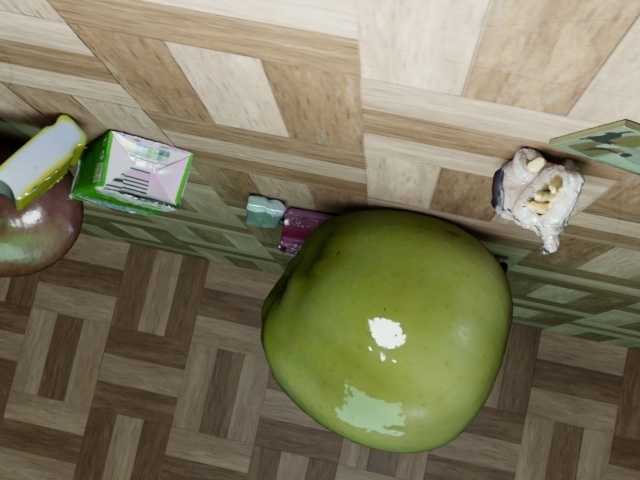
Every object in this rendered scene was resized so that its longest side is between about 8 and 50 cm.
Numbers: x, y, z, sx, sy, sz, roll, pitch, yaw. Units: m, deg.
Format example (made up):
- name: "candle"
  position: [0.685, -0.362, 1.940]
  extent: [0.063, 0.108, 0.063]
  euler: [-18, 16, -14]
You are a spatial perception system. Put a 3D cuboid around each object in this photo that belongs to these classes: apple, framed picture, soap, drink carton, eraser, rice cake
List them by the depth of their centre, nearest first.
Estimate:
- name: "framed picture"
  position: [0.377, -0.091, 1.027]
  extent: [0.201, 0.010, 0.136]
  euler: [15, 171, -19]
- name: "eraser"
  position: [-0.478, -0.129, 1.569]
  extent: [0.069, 0.158, 0.226]
  euler: [50, 164, -10]
- name: "drink carton"
  position: [-0.348, -0.114, 1.659]
  extent: [0.161, 0.108, 0.271]
  euler: [15, 172, -23]
- name: "apple"
  position: [0.119, 0.162, 1.708]
  extent: [0.473, 0.474, 0.473]
  euler: [12, 173, 2]
- name: "apple"
  position: [-0.638, -0.066, 1.867]
  extent: [0.305, 0.306, 0.235]
  euler: [13, 148, -3]
- name: "rice cake"
  position: [-0.119, -0.059, 1.954]
  extent: [0.080, 0.042, 0.222]
  euler: [8, 172, -5]
- name: "soap"
  position: [0.051, 0.008, 1.958]
  extent: [0.250, 0.099, 0.162]
  euler: [11, 172, 12]

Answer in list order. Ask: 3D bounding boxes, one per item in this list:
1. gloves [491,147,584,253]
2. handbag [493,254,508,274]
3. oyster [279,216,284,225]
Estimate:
- name: "gloves"
  position: [0.268, -0.058, 1.134]
  extent: [0.094, 0.110, 0.144]
  euler: [7, -156, -18]
- name: "handbag"
  position: [0.308, 0.169, 2.073]
  extent: [0.152, 0.288, 0.342]
  euler: [33, 171, 0]
- name: "oyster"
  position: [-0.073, -0.041, 2.098]
  extent: [0.083, 0.019, 0.054]
  euler: [7, 170, 36]
